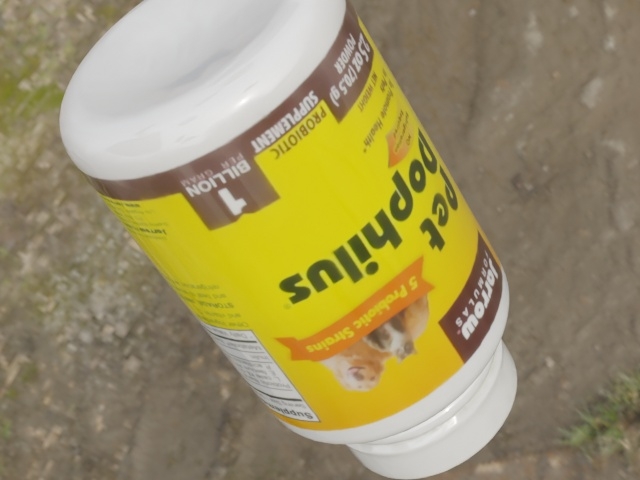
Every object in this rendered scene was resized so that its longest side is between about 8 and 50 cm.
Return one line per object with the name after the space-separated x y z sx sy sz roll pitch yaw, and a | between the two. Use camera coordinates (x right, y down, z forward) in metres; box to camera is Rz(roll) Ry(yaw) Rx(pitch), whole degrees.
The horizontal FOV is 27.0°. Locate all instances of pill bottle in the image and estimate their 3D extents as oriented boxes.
0.000 0.000 0.535 0.117 0.215 0.117 -22 36 17 | pill bottle
